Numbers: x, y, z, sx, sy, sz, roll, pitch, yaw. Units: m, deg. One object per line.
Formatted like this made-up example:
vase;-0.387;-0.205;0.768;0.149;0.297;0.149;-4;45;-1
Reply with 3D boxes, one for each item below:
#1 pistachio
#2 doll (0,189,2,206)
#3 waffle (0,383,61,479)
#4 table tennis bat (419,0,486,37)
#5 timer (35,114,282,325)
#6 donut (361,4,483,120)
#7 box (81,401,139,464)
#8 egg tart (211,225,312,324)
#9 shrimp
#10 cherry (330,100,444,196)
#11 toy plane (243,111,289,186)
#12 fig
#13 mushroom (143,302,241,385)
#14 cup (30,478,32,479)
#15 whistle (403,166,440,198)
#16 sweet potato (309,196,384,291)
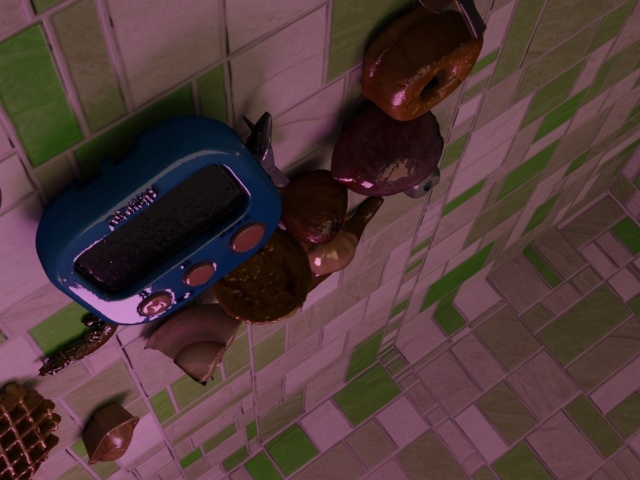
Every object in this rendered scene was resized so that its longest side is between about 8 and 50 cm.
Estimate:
pistachio;0.000;0.000;2.018;0.157;0.157;0.229;-39;170;2
doll;-0.483;0.007;1.105;0.287;0.151;0.151;-43;163;-9
waffle;-0.593;0.387;1.784;0.249;0.056;0.253;-63;147;-8
table tennis bat;0.207;-0.398;1.491;0.130;0.019;0.220;-42;135;-1
timer;-0.234;-0.027;1.436;0.340;0.115;0.309;-36;148;1
donut;0.173;-0.308;1.651;0.226;0.114;0.226;-36;164;-12
box;-0.488;0.455;2.247;0.111;0.111;0.177;-22;156;-43
egg tart;-0.122;0.075;1.924;0.202;0.203;0.147;-35;176;-11
shrimp;-0.443;0.185;1.783;0.178;0.034;0.124;-30;158;-30
cherry;0.115;-0.167;1.792;0.249;0.175;0.192;-29;174;-32
toy plane;-0.121;-0.128;1.577;0.212;0.088;0.267;-29;152;-31
fig;-0.046;-0.073;1.822;0.201;0.146;0.133;15;160;-39
mushroom;-0.260;0.188;2.010;0.173;0.162;0.236;-64;-177;-5
cup;-0.666;0.539;1.902;0.226;0.241;0.185;-40;180;-20
whistle;0.214;-0.152;2.155;0.110;0.092;0.244;-40;161;0
sweet potato;0.020;0.026;2.252;0.346;0.079;0.108;-46;-170;19
